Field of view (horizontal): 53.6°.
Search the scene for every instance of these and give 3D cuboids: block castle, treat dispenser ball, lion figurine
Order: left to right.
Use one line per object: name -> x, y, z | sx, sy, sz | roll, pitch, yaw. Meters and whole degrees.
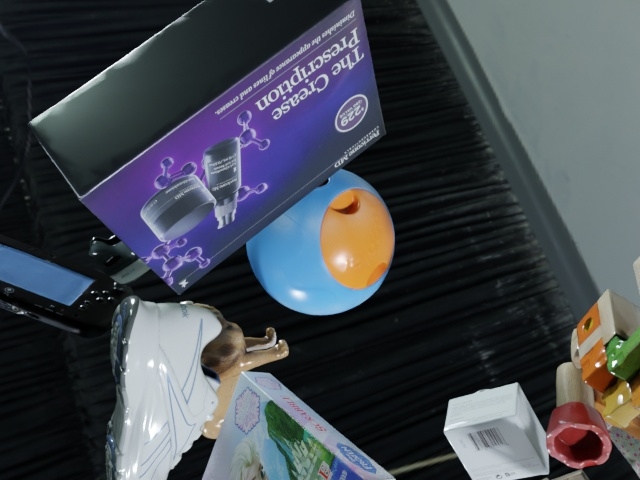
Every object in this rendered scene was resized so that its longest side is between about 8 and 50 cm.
lion figurine -> -0.197, 0.297, 1.280 | 0.142, 0.240, 0.392 | -141, 46, -58
treat dispenser ball -> 0.000, 0.000, 1.231 | 0.288, 0.288, 0.288 | 36, 133, 52
block castle -> 0.524, 0.170, 0.800 | 0.303, 0.213, 0.453 | 28, 124, 2

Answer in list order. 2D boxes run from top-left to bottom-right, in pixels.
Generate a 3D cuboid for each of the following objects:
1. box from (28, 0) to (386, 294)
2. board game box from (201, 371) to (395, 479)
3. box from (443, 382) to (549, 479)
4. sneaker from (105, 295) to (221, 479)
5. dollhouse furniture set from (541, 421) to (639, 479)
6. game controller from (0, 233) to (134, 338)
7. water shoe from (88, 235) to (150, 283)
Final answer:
box -> -0.079, -0.097, 0.560 | 0.103, 0.261, 0.184 | 47, 171, 26
board game box -> -0.069, 0.408, 0.943 | 0.318, 0.066, 0.318 | 25, 96, 49
box -> 0.410, 0.453, 1.473 | 0.181, 0.119, 0.182 | -23, 107, 29
sneaker -> -0.183, 0.210, 0.743 | 0.111, 0.129, 0.297 | 38, 122, 59
dollhouse furniture set -> 0.593, 0.431, 1.165 | 0.355, 0.174, 0.303 | -48, 54, 28
game controller -> -0.469, 0.063, 1.022 | 0.166, 0.319, 0.067 | -88, 19, -77
water shoe -> -0.206, -0.035, 0.811 | 0.080, 0.203, 0.073 | 48, 169, -23
